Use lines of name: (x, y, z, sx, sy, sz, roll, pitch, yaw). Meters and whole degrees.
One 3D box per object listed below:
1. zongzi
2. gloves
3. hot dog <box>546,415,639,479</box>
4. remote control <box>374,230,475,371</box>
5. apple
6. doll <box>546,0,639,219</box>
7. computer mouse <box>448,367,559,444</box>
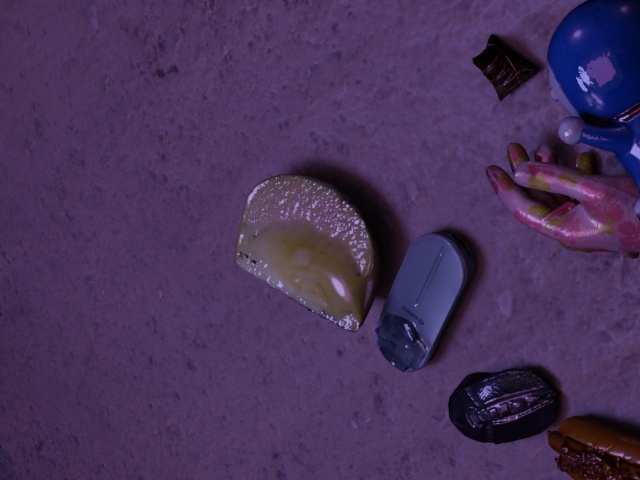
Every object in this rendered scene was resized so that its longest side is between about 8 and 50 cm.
zongzi: (0.232, -0.238, 1.230, 0.083, 0.074, 0.067, 31, 136, -21)
gloves: (0.315, -0.043, 1.157, 0.241, 0.145, 0.126, 10, 111, 29)
hot dog: (0.396, 0.301, 1.237, 0.249, 0.076, 0.102, 16, 124, 50)
remote control: (0.154, 0.093, 1.412, 0.104, 0.052, 0.247, 40, 128, 25)
apple: (0.000, 0.000, 1.473, 0.264, 0.120, 0.193, 27, 109, 28)
doll: (0.360, -0.154, 1.061, 0.161, 0.215, 0.257, 129, 123, -64)
computer mouse: (0.254, 0.244, 1.374, 0.192, 0.062, 0.106, -25, 89, 45)
